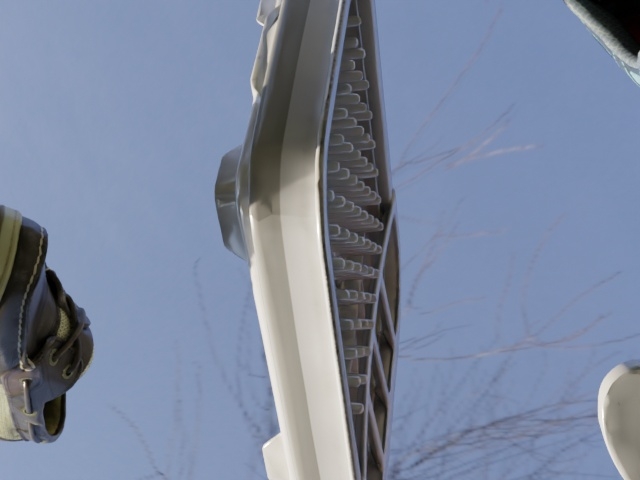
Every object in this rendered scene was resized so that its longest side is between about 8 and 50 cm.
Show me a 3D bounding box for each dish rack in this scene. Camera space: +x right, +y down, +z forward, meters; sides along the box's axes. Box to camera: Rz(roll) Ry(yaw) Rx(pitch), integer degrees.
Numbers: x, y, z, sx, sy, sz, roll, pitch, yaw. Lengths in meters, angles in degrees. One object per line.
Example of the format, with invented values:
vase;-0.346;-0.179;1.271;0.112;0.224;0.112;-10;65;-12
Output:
dish rack;0.000;0.000;0.871;0.072;0.333;0.285;0;-138;9

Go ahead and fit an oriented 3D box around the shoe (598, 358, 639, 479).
shoe;0.219;0.129;0.822;0.063;0.081;0.178;-37;-75;14

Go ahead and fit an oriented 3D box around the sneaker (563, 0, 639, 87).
sneaker;0.166;-0.144;0.683;0.104;0.262;0.125;-43;-51;19

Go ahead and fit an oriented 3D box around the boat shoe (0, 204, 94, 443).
boat shoe;-0.164;0.055;0.792;0.073;0.223;0.080;13;-124;-10
